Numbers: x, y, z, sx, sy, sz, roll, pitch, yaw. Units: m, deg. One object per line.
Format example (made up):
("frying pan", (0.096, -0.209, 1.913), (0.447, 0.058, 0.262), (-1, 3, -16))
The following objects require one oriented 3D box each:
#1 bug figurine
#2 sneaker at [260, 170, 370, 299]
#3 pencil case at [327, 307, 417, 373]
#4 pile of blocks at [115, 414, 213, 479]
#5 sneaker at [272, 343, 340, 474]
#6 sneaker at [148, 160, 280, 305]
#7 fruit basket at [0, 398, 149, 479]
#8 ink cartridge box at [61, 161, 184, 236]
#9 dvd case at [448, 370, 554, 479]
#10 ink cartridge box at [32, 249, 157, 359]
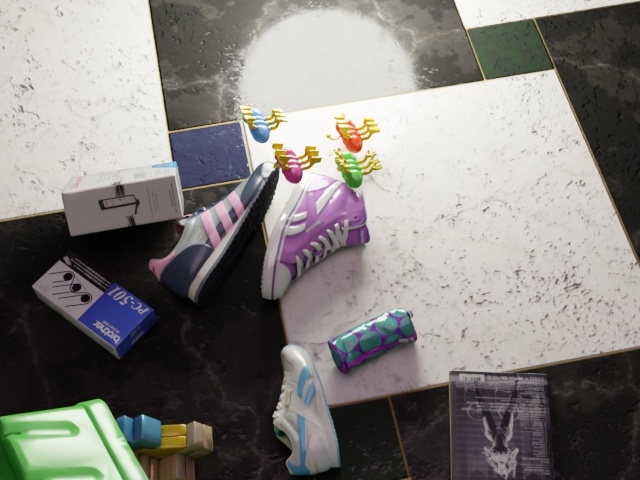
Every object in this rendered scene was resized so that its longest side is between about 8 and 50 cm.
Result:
("bug figurine", (-0.016, -0.175, 2.010), (0.279, 0.072, 0.216), (4, 40, -23))
("sneaker", (0.000, -0.001, 1.942), (0.161, 0.102, 0.282), (18, 58, 10))
("pencil case", (0.090, 0.170, 1.842), (0.152, 0.064, 0.070), (-24, 42, -13))
("pile of blocks", (-0.348, 0.348, 1.682), (0.362, 0.149, 0.112), (-6, 55, -3))
("sneaker", (-0.037, 0.270, 1.765), (0.092, 0.087, 0.228), (-14, 55, -6))
("sneaker", (-0.188, -0.038, 1.963), (0.131, 0.112, 0.319), (24, 59, 14))
("fruit basket", (-0.340, 0.446, 1.549), (0.392, 0.392, 0.283), (-27, 45, -16))
("ink cartridge box", (-0.355, -0.078, 1.971), (0.203, 0.086, 0.148), (-10, 15, -4))
("dvd case", (0.293, 0.315, 1.765), (0.164, 0.018, 0.221), (2, 55, 2))
("ink cartridge box", (-0.397, 0.111, 1.907), (0.207, 0.046, 0.097), (33, 64, 21))
